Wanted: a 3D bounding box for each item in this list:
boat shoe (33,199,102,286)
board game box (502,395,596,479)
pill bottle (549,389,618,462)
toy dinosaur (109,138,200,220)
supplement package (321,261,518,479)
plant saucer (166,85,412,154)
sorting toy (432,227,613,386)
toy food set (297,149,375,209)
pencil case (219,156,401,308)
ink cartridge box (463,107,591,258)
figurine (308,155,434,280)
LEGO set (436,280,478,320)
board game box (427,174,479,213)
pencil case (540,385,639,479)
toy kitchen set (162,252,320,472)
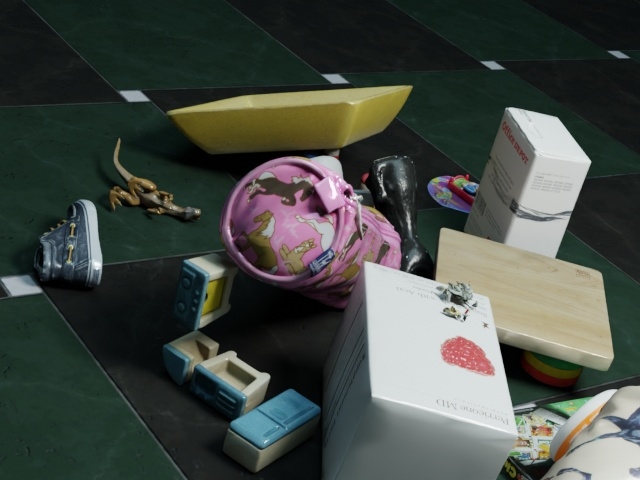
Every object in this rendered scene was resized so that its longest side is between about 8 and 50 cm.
[{"bbox_3d":[-0.353,-0.003,1.756,0.083,0.065,0.183,6,30,-21],"label":"boat shoe"},{"bbox_3d":[0.332,0.263,1.660,0.260,0.030,0.136,-4,31,-32],"label":"board game box"},{"bbox_3d":[0.387,0.293,1.510,0.121,0.121,0.221,-13,50,-43],"label":"pill bottle"},{"bbox_3d":[-0.281,-0.079,1.959,0.211,0.064,0.112,37,15,19],"label":"toy dinosaur"},{"bbox_3d":[0.109,0.187,1.516,0.177,0.175,0.293,17,28,-9],"label":"supplement package"},{"bbox_3d":[-0.042,-0.202,2.138,0.333,0.081,0.333,0,11,20],"label":"plant saucer"},{"bbox_3d":[0.281,0.107,1.856,0.257,0.089,0.255,16,28,0],"label":"sorting toy"},{"bbox_3d":[0.035,-0.091,2.077,0.232,0.104,0.111,4,30,-21],"label":"toy food set"},{"bbox_3d":[0.000,0.000,1.674,0.167,0.160,0.386,23,-3,15],"label":"pencil case"},{"bbox_3d":[0.329,-0.070,2.045,0.100,0.237,0.172,7,29,-15],"label":"ink cartridge box"},{"bbox_3d":[0.068,-0.021,1.941,0.215,0.092,0.209,-2,64,-28],"label":"figurine"},{"bbox_3d":[0.172,0.068,1.559,0.054,0.023,0.083,14,26,-15],"label":"LEGO set"},{"bbox_3d":[0.278,-0.089,2.276,0.169,0.033,0.133,16,28,0],"label":"board game box"},{"bbox_3d":[0.268,0.310,1.281,0.410,0.183,0.160,-38,90,-33],"label":"pencil case"},{"bbox_3d":[-0.103,0.139,1.515,0.207,0.166,0.122,29,31,25],"label":"toy kitchen set"}]
